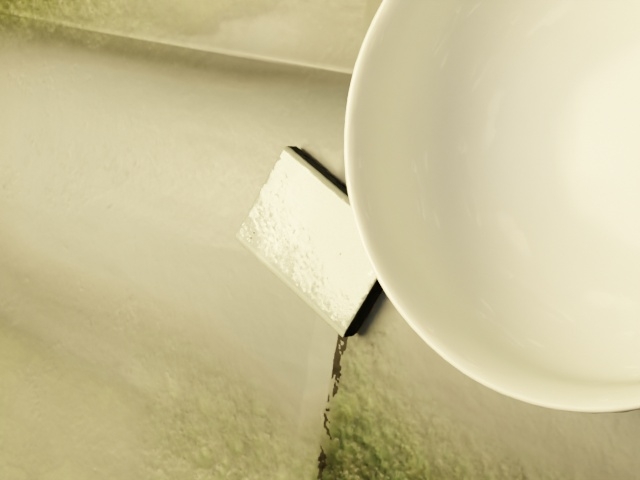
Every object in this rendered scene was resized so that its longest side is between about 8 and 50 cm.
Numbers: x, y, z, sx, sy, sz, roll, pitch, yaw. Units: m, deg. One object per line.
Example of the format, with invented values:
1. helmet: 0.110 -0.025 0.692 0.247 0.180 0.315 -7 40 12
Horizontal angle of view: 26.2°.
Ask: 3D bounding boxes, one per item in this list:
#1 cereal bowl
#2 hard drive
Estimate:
1. cereal bowl: 0.190 -0.062 0.895 0.339 0.141 0.339 2 93 35
2. hard drive: 0.000 0.000 1.105 0.135 0.022 0.094 41 114 27
